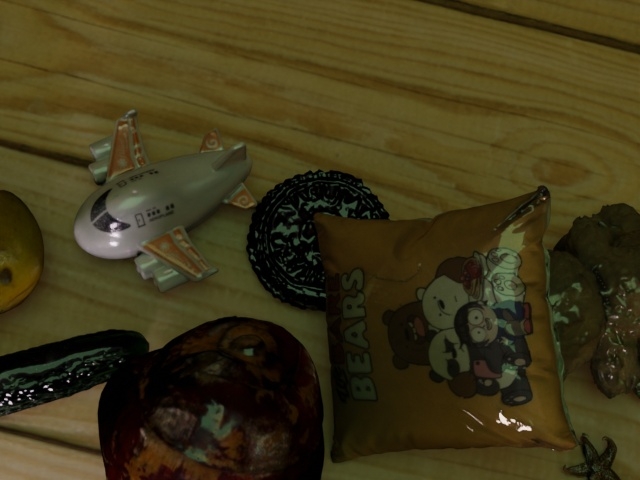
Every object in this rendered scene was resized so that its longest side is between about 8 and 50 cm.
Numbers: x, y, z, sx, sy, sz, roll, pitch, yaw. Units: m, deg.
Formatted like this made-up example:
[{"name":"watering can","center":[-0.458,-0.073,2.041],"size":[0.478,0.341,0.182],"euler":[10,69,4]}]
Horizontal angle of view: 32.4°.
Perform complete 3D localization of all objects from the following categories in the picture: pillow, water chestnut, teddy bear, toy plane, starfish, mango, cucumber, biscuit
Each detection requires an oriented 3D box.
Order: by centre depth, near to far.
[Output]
[{"name":"water chestnut","center":[-0.116,0.227,1.247],"size":[0.289,0.289,0.244],"euler":[-42,108,-15]},{"name":"pillow","center":[0.137,0.106,1.300],"size":[0.312,0.119,0.310],"euler":[-6,91,28]},{"name":"cucumber","center":[-0.326,0.159,1.344],"size":[0.241,0.074,0.074],"euler":[-16,74,-10]},{"name":"mango","center":[-0.462,-0.008,1.360],"size":[0.262,0.130,0.167],"euler":[24,67,9]},{"name":"teddy bear","center":[0.330,0.083,1.373],"size":[0.256,0.156,0.267],"euler":[-12,75,-6]},{"name":"starfish","center":[0.343,0.288,1.373],"size":[0.078,0.028,0.091],"euler":[26,75,10]},{"name":"toy plane","center":[-0.198,-0.055,1.398],"size":[0.245,0.117,0.244],"euler":[1,73,-5]},{"name":"biscuit","center":[0.000,0.000,1.427],"size":[0.194,0.053,0.194],"euler":[1,73,-4]}]
